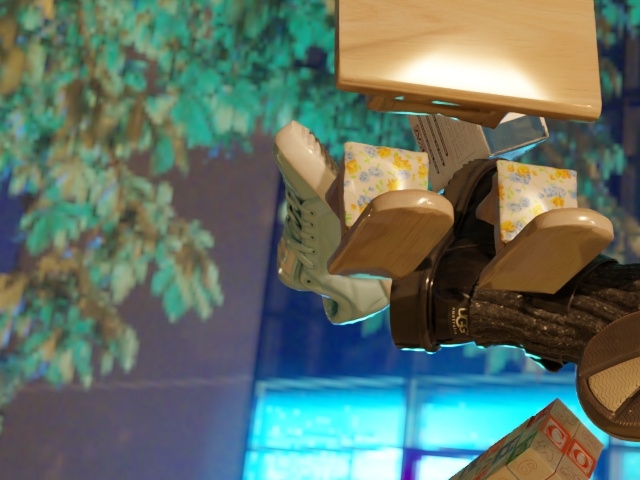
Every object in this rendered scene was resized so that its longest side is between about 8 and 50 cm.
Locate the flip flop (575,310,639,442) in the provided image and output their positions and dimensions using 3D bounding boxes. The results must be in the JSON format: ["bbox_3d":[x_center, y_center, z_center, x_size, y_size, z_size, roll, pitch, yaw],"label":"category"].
[{"bbox_3d":[0.301,0.088,0.969,0.277,0.112,0.080,-8,-38,4],"label":"flip flop"}]

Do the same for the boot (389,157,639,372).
[{"bbox_3d":[0.238,0.026,1.487,0.260,0.348,0.131,3,-63,21],"label":"boot"}]

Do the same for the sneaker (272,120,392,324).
[{"bbox_3d":[0.000,0.000,2.027,0.150,0.135,0.366,-34,-47,0],"label":"sneaker"}]

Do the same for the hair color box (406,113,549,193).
[{"bbox_3d":[0.242,-0.195,2.458,0.105,0.173,0.347,-17,-5,-12],"label":"hair color box"}]

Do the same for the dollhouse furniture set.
[{"bbox_3d":[0.212,-0.168,1.225,0.394,0.362,0.256,6,-24,-14],"label":"dollhouse furniture set"}]

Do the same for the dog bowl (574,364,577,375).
[{"bbox_3d":[0.416,0.108,1.702,0.265,0.104,0.265,-1,11,0],"label":"dog bowl"}]

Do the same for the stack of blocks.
[{"bbox_3d":[0.198,0.338,1.889,0.087,0.171,0.297,46,-58,-1],"label":"stack of blocks"}]
